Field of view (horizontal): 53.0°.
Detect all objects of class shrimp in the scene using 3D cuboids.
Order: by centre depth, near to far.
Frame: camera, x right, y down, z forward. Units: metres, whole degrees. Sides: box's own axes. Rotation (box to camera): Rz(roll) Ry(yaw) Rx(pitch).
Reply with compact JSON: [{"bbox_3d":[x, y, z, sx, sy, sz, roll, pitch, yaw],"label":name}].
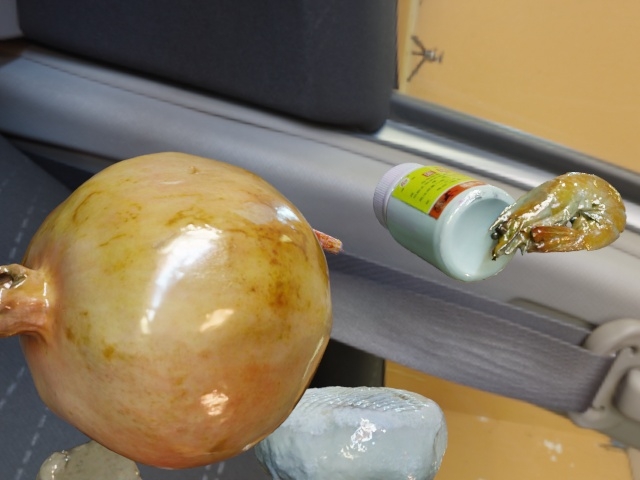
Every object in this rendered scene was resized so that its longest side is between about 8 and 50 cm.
[{"bbox_3d":[0.312,-0.025,0.837,0.115,0.217,0.051,52,-23,32],"label":"shrimp"}]

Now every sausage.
[{"bbox_3d":[0.000,0.000,1.321,0.130,0.034,0.034,25,68,-38],"label":"sausage"}]

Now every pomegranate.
[{"bbox_3d":[-0.127,0.050,0.511,0.252,0.271,0.229,55,-53,41],"label":"pomegranate"}]

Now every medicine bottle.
[{"bbox_3d":[0.179,-0.036,0.950,0.225,0.139,0.139,-141,-126,-63],"label":"medicine bottle"}]

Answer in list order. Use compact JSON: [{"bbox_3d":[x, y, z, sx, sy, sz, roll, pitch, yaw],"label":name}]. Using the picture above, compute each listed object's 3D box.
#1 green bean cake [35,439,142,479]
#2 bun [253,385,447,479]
[{"bbox_3d":[-0.231,0.283,0.639,0.085,0.109,0.179,-15,146,-40],"label":"green bean cake"},{"bbox_3d":[0.062,0.370,1.151,0.354,0.355,0.194,22,67,-82],"label":"bun"}]
